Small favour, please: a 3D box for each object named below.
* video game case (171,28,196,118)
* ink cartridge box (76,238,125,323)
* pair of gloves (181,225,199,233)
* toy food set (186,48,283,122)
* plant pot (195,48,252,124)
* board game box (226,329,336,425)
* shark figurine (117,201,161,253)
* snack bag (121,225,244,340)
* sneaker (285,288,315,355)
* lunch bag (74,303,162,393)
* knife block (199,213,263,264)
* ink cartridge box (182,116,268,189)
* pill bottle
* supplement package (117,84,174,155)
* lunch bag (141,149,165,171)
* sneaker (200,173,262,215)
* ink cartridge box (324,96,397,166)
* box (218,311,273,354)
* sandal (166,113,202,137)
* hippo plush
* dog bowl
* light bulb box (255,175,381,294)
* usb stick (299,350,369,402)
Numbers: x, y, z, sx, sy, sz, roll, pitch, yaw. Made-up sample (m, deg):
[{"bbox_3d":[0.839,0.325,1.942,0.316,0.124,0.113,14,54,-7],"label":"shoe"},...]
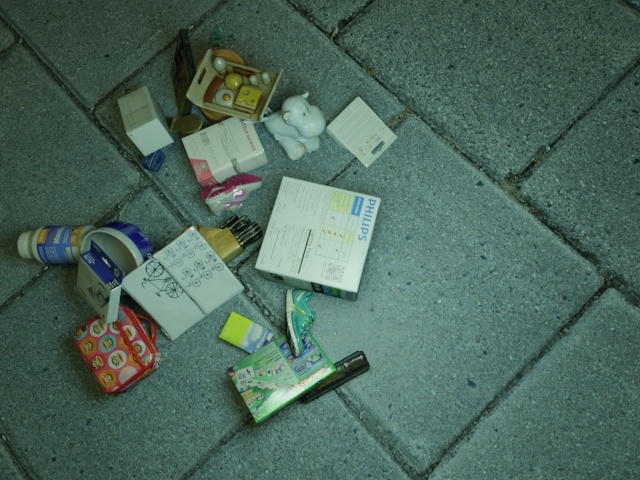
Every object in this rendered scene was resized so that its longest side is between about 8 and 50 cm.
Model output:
[{"bbox_3d":[-0.554,-0.662,1.929,0.035,0.275,0.248,-7,72,-27],"label":"video game case"},{"bbox_3d":[-0.786,0.146,1.685,0.223,0.045,0.223,36,121,26],"label":"ink cartridge box"},{"bbox_3d":[-0.510,-0.015,1.881,0.074,0.010,0.083,-18,75,0],"label":"pair of gloves"},{"bbox_3d":[-0.314,-0.579,1.757,0.307,0.092,0.219,18,76,10],"label":"toy food set"},{"bbox_3d":[-0.384,-0.632,1.933,0.291,0.203,0.290,-1,76,6],"label":"plant pot"},{"bbox_3d":[-0.134,0.454,1.644,0.318,0.046,0.213,-29,61,-17],"label":"board game box"},{"bbox_3d":[-0.689,0.000,1.839,0.278,0.116,0.166,44,125,1],"label":"shark figurine"},{"bbox_3d":[-0.503,0.163,1.721,0.343,0.037,0.323,-36,115,-5],"label":"snack bag"},{"bbox_3d":[-0.071,0.277,1.679,0.110,0.107,0.275,1,45,-4],"label":"sneaker"},{"bbox_3d":[-0.722,0.386,1.744,0.258,0.120,0.293,-37,73,-10],"label":"lunch bag"},{"bbox_3d":[-0.347,0.033,1.813,0.242,0.088,0.275,7,75,7],"label":"knife block"},{"bbox_3d":[-0.378,-0.357,1.903,0.283,0.117,0.207,-23,74,-1],"label":"ink cartridge box"},{"bbox_3d":[-1.011,0.016,1.843,0.272,0.152,0.152,0,75,4],"label":"pill bottle"},{"bbox_3d":[-0.708,-0.484,1.920,0.139,0.133,0.244,-27,55,-1],"label":"supplement package"},{"bbox_3d":[-0.679,-0.334,1.950,0.065,0.067,0.098,19,76,9],"label":"lunch bag"},{"bbox_3d":[-0.341,-0.179,1.870,0.253,0.111,0.103,-25,41,-20],"label":"sneaker"},{"bbox_3d":[0.163,-0.434,1.923,0.189,0.066,0.232,-45,97,-7],"label":"ink cartridge box"},{"bbox_3d":[-0.269,0.347,1.747,0.178,0.042,0.108,25,80,10],"label":"box"},{"bbox_3d":[-0.551,-0.465,1.971,0.240,0.079,0.088,7,73,32],"label":"sandal"},{"bbox_3d":[-0.085,-0.479,1.811,0.294,0.237,0.234,39,62,-12],"label":"hippo plush"},{"bbox_3d":[-0.746,0.065,1.759,0.265,0.104,0.264,8,115,18],"label":"dog bowl"},{"bbox_3d":[0.000,0.000,1.721,0.362,0.225,0.357,14,76,8],"label":"light bulb box"},{"bbox_3d":[0.044,0.483,1.684,0.278,0.045,0.077,-28,81,-3],"label":"usb stick"}]
